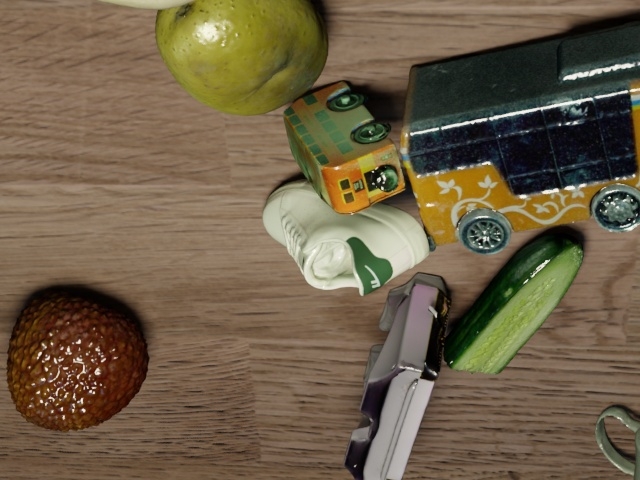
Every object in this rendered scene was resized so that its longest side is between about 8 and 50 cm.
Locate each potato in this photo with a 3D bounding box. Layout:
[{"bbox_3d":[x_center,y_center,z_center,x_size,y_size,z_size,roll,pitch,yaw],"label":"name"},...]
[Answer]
[{"bbox_3d":[-0.081,-0.217,1.509,0.143,0.248,0.169,45,101,20],"label":"potato"}]

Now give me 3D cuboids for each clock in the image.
[{"bbox_3d":[0.097,0.182,1.820,0.083,0.186,0.253,15,128,1],"label":"clock"}]

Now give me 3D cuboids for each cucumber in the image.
[{"bbox_3d":[0.242,0.072,1.789,0.115,0.063,0.244,2,137,-42],"label":"cucumber"}]

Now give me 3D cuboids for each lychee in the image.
[{"bbox_3d":[-0.315,0.158,1.851,0.194,0.194,0.194,3,129,4],"label":"lychee"}]

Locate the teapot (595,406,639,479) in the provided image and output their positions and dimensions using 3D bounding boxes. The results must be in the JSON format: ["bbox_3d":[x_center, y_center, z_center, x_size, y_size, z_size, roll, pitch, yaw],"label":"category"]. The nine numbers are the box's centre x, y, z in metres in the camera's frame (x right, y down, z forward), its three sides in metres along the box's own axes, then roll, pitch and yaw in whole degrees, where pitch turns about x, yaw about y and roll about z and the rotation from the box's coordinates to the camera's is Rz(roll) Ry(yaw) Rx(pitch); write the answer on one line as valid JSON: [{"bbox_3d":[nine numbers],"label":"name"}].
[{"bbox_3d":[0.475,0.278,1.890,0.239,0.162,0.149,9,127,38],"label":"teapot"}]

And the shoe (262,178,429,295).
[{"bbox_3d":[0.000,0.000,1.655,0.265,0.110,0.095,9,131,47],"label":"shoe"}]

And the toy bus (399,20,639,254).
[{"bbox_3d":[0.257,-0.117,1.579,0.323,0.162,0.194,-10,124,16],"label":"toy bus"}]

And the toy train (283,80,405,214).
[{"bbox_3d":[0.027,-0.104,1.593,0.099,0.188,0.072,-20,126,-8],"label":"toy train"}]

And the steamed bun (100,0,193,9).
[{"bbox_3d":[-0.134,-0.356,1.348,0.324,0.309,0.219,16,168,35],"label":"steamed bun"}]
